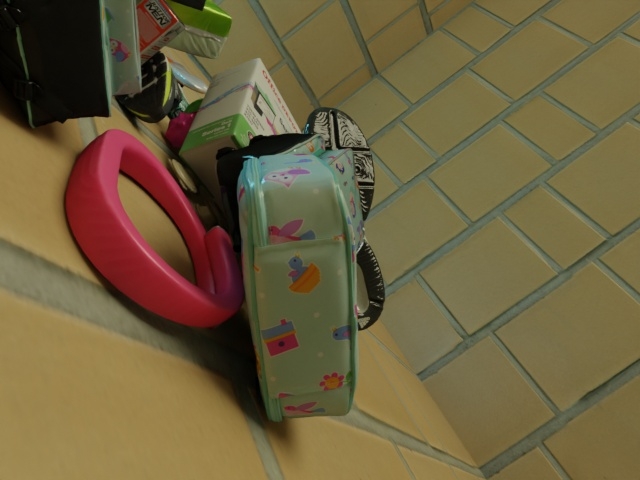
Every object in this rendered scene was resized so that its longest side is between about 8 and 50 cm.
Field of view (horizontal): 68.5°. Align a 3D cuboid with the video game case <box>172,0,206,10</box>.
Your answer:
[{"bbox_3d":[-0.350,-0.462,0.747,0.274,0.035,0.248,0,38,-40],"label":"video game case"}]

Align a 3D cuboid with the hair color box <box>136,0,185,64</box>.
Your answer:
[{"bbox_3d":[-0.286,-0.292,0.705,0.053,0.167,0.093,52,4,-20],"label":"hair color box"}]

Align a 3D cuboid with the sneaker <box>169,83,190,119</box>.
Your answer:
[{"bbox_3d":[-0.333,-0.312,1.091,0.166,0.065,0.076,47,11,-43],"label":"sneaker"}]

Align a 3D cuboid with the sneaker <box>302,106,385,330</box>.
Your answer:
[{"bbox_3d":[-0.011,-0.035,1.002,0.257,0.169,0.448,-15,-101,61],"label":"sneaker"}]

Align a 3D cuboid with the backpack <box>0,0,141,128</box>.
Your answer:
[{"bbox_3d":[-0.264,-0.229,0.467,0.188,0.144,0.166,45,-37,27],"label":"backpack"}]

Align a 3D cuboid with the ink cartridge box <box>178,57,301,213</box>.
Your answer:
[{"bbox_3d":[-0.138,-0.190,0.914,0.278,0.117,0.201,-85,152,-44],"label":"ink cartridge box"}]

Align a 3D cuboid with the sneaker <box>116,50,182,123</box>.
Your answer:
[{"bbox_3d":[-0.308,-0.288,0.886,0.121,0.111,0.300,55,4,-42],"label":"sneaker"}]

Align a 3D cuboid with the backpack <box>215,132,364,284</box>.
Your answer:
[{"bbox_3d":[-0.037,-0.029,0.739,0.225,0.191,0.254,-45,137,-58],"label":"backpack"}]

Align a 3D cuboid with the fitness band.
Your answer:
[{"bbox_3d":[-0.173,-0.017,0.517,0.209,0.054,0.291,50,4,-35],"label":"fitness band"}]

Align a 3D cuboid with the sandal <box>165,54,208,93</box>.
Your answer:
[{"bbox_3d":[-0.388,-0.419,1.210,0.102,0.076,0.265,8,29,-51],"label":"sandal"}]

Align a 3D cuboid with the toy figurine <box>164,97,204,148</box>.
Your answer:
[{"bbox_3d":[-0.252,-0.201,0.964,0.159,0.130,0.173,-64,143,-70],"label":"toy figurine"}]

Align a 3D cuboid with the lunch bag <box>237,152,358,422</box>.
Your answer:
[{"bbox_3d":[-0.032,0.047,0.536,0.224,0.107,0.279,-121,-154,-69],"label":"lunch bag"}]

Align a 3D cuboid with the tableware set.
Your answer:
[{"bbox_3d":[-0.206,-0.073,0.805,0.141,0.020,0.169,58,1,-5],"label":"tableware set"}]

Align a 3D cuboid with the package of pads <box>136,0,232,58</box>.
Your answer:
[{"bbox_3d":[-0.347,-0.457,0.892,0.296,0.101,0.229,5,33,-38],"label":"package of pads"}]
